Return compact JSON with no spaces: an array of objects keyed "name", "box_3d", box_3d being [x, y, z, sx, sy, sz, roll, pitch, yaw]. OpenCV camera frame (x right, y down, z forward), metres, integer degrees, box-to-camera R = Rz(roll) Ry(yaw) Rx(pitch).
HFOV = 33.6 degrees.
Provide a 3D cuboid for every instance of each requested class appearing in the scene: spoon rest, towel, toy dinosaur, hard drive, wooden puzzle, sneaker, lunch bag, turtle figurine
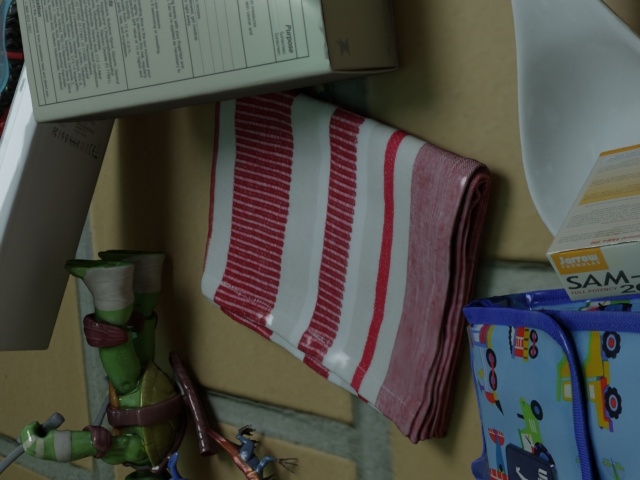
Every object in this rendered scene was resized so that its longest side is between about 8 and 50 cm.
[{"name":"spoon rest","box_3d":[0.169,-0.115,0.661,0.137,0.084,0.276,-17,84,50]},{"name":"towel","box_3d":[0.000,0.000,0.912,0.329,0.037,0.237,28,120,44]},{"name":"toy dinosaur","box_3d":[-0.068,0.224,1.023,0.082,0.090,0.047,-96,9,-48]},{"name":"hard drive","box_3d":[-0.276,-0.044,1.054,0.040,0.203,0.308,16,86,7]},{"name":"wooden puzzle","box_3d":[-0.007,-0.116,0.926,0.049,0.006,0.083,-31,74,48]},{"name":"sneaker","box_3d":[-0.349,-0.204,1.266,0.262,0.104,0.125,-65,33,29]},{"name":"lunch bag","box_3d":[0.186,0.137,0.608,0.293,0.138,0.221,-10,92,63]},{"name":"turtle figurine","box_3d":[-0.247,0.146,1.117,0.274,0.197,0.266,8,99,45]}]

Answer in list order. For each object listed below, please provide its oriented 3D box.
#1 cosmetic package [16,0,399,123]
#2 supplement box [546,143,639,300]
[{"name":"cosmetic package","box_3d":[-0.102,-0.193,0.874,0.309,0.113,0.160,-3,96,32]},{"name":"supplement box","box_3d":[0.174,-0.013,0.585,0.062,0.098,0.036,-10,122,43]}]
